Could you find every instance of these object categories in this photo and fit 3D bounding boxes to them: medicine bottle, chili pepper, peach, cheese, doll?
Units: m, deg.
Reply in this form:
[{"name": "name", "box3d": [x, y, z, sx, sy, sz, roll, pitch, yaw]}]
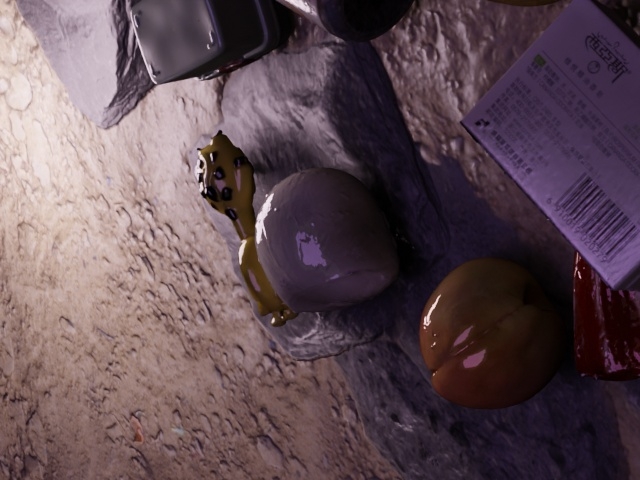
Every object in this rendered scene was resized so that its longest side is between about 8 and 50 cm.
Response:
[{"name": "medicine bottle", "box3d": [-0.016, -0.365, 1.976, 0.273, 0.165, 0.165, 35, 130, 37]}, {"name": "chili pepper", "box3d": [0.342, 0.026, 1.777, 0.144, 0.136, 0.253, -174, 75, -77]}, {"name": "peach", "box3d": [0.202, 0.116, 1.928, 0.184, 0.184, 0.184, 24, 123, 42]}, {"name": "cheese", "box3d": [0.000, 0.000, 2.129, 0.198, 0.154, 0.189, -21, 84, 52]}, {"name": "doll", "box3d": [-0.100, -0.017, 2.293, 0.117, 0.086, 0.291, -40, 73, 55]}]

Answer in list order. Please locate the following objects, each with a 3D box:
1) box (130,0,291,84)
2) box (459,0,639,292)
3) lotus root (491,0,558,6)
[{"name": "box", "box3d": [-0.151, -0.299, 2.192, 0.210, 0.129, 0.148, -18, 91, 53]}, {"name": "box", "box3d": [0.307, -0.100, 1.696, 0.194, 0.111, 0.260, -46, 65, 18]}, {"name": "lotus root", "box3d": [0.218, -0.338, 1.712, 0.310, 0.182, 0.183, 29, 127, 36]}]
